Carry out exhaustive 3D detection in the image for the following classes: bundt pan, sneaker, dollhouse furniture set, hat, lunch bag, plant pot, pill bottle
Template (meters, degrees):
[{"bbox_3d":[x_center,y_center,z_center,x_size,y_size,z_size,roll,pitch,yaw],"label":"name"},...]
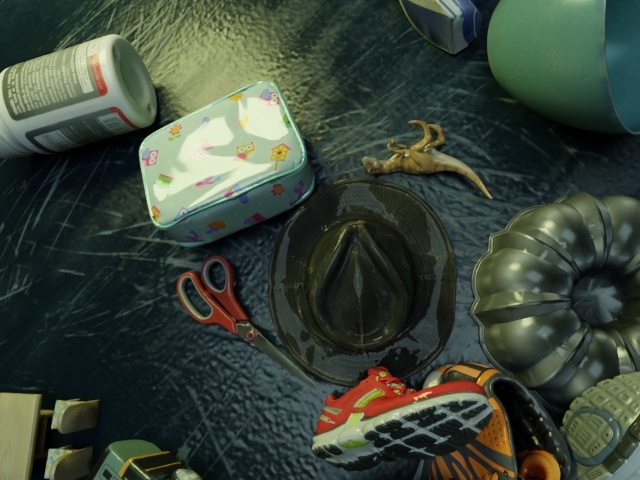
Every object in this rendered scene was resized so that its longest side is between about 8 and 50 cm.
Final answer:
[{"bbox_3d":[0.380,0.081,0.642,0.330,0.124,0.332,-2,78,11],"label":"bundt pan"},{"bbox_3d":[0.344,0.289,0.548,0.129,0.111,0.298,18,105,0],"label":"sneaker"},{"bbox_3d":[-0.494,0.362,0.715,0.211,0.161,0.243,-1,78,10],"label":"dollhouse furniture set"},{"bbox_3d":[0.202,0.319,0.578,0.124,0.180,0.322,6,78,-23],"label":"sneaker"},{"bbox_3d":[0.053,0.059,0.688,0.330,0.134,0.332,-1,84,10],"label":"hat"},{"bbox_3d":[-0.152,-0.132,0.783,0.278,0.108,0.224,-24,61,2],"label":"lunch bag"},{"bbox_3d":[0.089,0.217,0.621,0.278,0.107,0.119,-31,32,37],"label":"sneaker"},{"bbox_3d":[0.362,-0.297,0.673,0.195,0.290,0.291,12,78,49],"label":"plant pot"},{"bbox_3d":[0.192,-0.494,0.798,0.182,0.127,0.316,-36,73,3],"label":"sneaker"},{"bbox_3d":[-0.460,-0.249,0.844,0.282,0.161,0.162,-13,76,7],"label":"pill bottle"}]

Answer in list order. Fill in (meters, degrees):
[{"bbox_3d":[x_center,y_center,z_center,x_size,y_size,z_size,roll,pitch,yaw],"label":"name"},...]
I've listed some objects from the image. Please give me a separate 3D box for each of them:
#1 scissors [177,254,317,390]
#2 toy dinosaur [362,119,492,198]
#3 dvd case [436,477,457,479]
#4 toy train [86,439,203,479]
[{"bbox_3d":[-0.128,0.149,0.757,0.109,0.021,0.297,-42,71,5],"label":"scissors"},{"bbox_3d":[0.178,-0.134,0.766,0.211,0.064,0.113,8,97,21],"label":"toy dinosaur"},{"bbox_3d":[0.106,0.411,0.596,0.253,0.022,0.181,-35,70,39],"label":"dvd case"},{"bbox_3d":[-0.298,0.463,0.680,0.190,0.142,0.334,27,86,27],"label":"toy train"}]
